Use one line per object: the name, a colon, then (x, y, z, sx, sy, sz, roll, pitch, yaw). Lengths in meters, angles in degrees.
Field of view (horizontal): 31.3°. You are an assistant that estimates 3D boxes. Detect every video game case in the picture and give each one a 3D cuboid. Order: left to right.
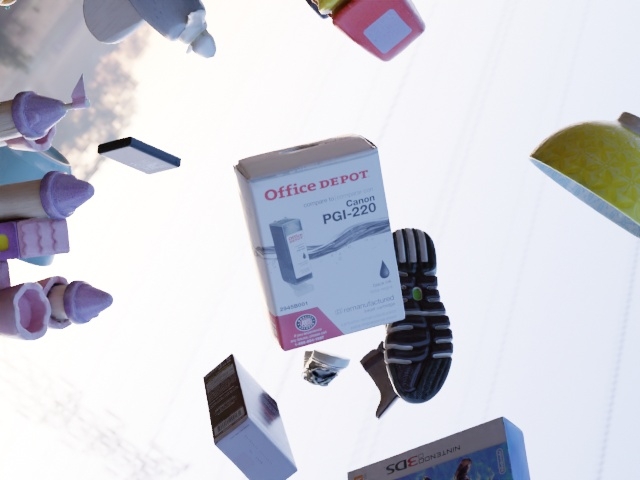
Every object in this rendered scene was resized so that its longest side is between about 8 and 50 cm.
video game case: (0.152, 0.383, 1.424, 0.244, 0.061, 0.269, -26, -134, 27)

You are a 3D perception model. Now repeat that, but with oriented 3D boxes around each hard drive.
hard drive: (-0.349, -0.163, 2.199, 0.094, 0.135, 0.022, -9, -110, 36)

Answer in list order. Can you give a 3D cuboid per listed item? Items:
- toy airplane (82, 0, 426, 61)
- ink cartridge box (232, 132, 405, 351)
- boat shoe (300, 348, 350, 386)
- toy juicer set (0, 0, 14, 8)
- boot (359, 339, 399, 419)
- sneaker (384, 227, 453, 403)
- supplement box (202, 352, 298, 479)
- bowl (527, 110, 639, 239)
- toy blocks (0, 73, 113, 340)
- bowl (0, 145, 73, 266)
toy airplane: (-0.054, -0.373, 1.194, 0.272, 0.385, 0.386, -97, -168, -61)
ink cartridge box: (0.000, 0.000, 1.329, 0.159, 0.217, 0.092, -15, -162, -11)
boat shoe: (0.007, 0.263, 2.322, 0.219, 0.078, 0.070, 147, -42, -78)
toy juicer set: (-0.655, -0.394, 2.015, 0.209, 0.089, 0.329, -11, -164, 29)
boot: (0.097, 0.218, 1.814, 0.118, 0.087, 0.042, -43, 167, -32)
sneaker: (0.140, 0.133, 1.812, 0.162, 0.107, 0.281, 113, -21, -68)
supplement box: (-0.118, 0.294, 1.852, 0.073, 0.130, 0.239, -38, -160, 4)
bowl: (0.509, -0.122, 1.915, 0.156, 0.289, 0.289, -56, -164, 5)
toy blocks: (-0.359, -0.021, 1.243, 0.260, 0.288, 0.309, -6, -178, 24)
bowl: (-0.535, -0.111, 1.907, 0.163, 0.311, 0.311, -53, -164, 2)
